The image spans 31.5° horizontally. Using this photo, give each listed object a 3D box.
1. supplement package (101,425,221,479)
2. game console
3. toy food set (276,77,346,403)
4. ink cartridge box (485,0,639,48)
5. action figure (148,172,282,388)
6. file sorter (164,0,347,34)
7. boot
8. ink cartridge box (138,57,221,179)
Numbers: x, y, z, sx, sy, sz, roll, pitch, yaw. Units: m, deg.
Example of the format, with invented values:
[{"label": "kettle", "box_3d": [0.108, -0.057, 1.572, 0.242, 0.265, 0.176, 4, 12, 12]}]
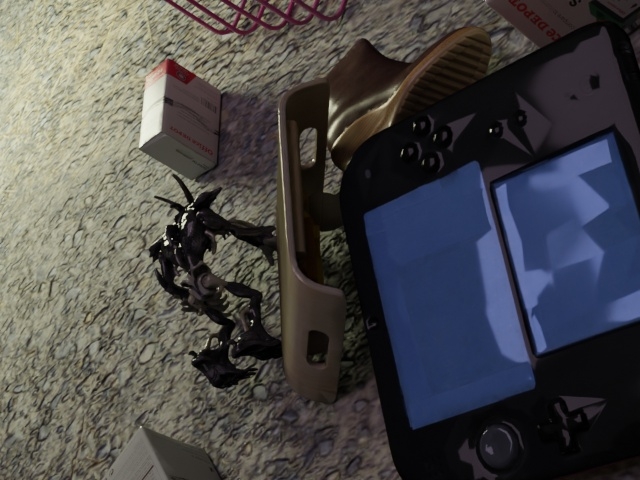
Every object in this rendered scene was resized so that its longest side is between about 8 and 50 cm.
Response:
[{"label": "supplement package", "box_3d": [-0.174, 0.321, 1.333, 0.105, 0.105, 0.179, -53, 37, 9]}, {"label": "game console", "box_3d": [0.179, 0.031, 1.061, 0.342, 0.060, 0.386, -27, 66, 38]}, {"label": "toy food set", "box_3d": [0.000, 0.000, 1.296, 0.220, 0.092, 0.306, 95, 172, -53]}, {"label": "ink cartridge box", "box_3d": [0.286, -0.294, 1.160, 0.219, 0.160, 0.092, -38, 41, 29]}, {"label": "action figure", "box_3d": [-0.126, 0.046, 1.442, 0.164, 0.141, 0.275, -39, 56, 29]}, {"label": "file sorter", "box_3d": [-0.100, -0.423, 1.676, 0.291, 0.202, 0.182, 5, 72, 51]}, {"label": "boot", "box_3d": [0.084, -0.202, 1.395, 0.248, 0.090, 0.207, -49, 39, 21]}, {"label": "ink cartridge box", "box_3d": [-0.212, -0.182, 1.720, 0.063, 0.109, 0.150, -29, 46, 35]}]
